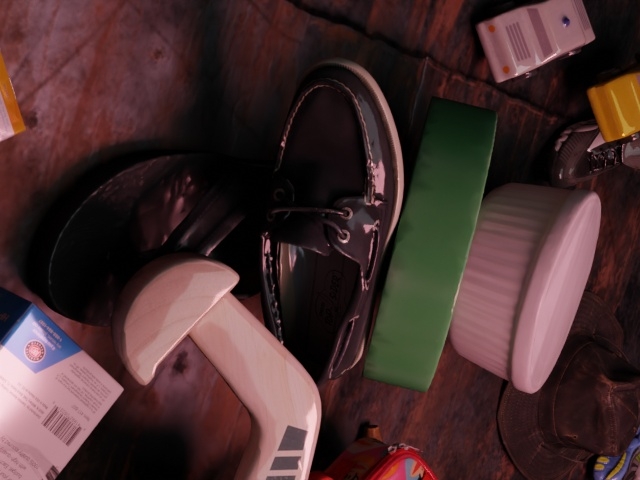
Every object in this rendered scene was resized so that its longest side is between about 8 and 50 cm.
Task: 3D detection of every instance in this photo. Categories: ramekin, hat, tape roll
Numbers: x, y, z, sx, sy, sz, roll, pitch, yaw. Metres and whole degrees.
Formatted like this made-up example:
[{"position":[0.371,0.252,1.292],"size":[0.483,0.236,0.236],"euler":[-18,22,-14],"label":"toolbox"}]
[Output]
[{"position":[0.255,0.049,1.499],"size":[0.273,0.127,0.273],"euler":[-51,151,-43],"label":"ramekin"},{"position":[0.417,0.245,1.779],"size":[0.331,0.134,0.331],"euler":[-18,117,-40],"label":"hat"},{"position":[0.120,0.004,1.297],"size":[0.321,0.077,0.321],"euler":[14,90,-86],"label":"tape roll"}]

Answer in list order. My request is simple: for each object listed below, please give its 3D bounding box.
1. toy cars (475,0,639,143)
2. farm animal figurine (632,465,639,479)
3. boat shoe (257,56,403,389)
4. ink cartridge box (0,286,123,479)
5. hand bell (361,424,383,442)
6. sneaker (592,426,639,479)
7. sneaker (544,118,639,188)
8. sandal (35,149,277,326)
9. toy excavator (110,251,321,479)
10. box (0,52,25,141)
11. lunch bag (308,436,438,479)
[{"position":[0.372,-0.237,1.533],"size":[0.393,0.087,0.177],"euler":[21,72,-32],"label":"toy cars"},{"position":[0.524,0.588,1.986],"size":[0.330,0.172,0.327],"euler":[-38,111,-47],"label":"farm animal figurine"},{"position":[-0.004,-0.001,1.128],"size":[0.113,0.127,0.340],"euler":[-45,149,-57],"label":"boat shoe"},{"position":[-0.300,0.164,1.053],"size":[0.203,0.086,0.148],"euler":[-53,135,-19],"label":"ink cartridge box"},{"position":[0.068,0.358,1.506],"size":[0.126,0.126,0.242],"euler":[-8,97,-44],"label":"hand bell"},{"position":[0.515,0.358,1.980],"size":[0.188,0.067,0.078],"euler":[-40,150,-31],"label":"sneaker"},{"position":[0.414,-0.133,1.660],"size":[0.234,0.106,0.078],"euler":[-29,123,-35],"label":"sneaker"},{"position":[-0.079,-0.012,1.199],"size":[0.445,0.107,0.168],"euler":[-12,113,-42],"label":"sandal"},{"position":[-0.037,0.274,1.110],"size":[0.432,0.222,0.445],"euler":[19,87,-17],"label":"toy excavator"},{"position":[-0.321,-0.104,0.981],"size":[0.136,0.028,0.081],"euler":[-30,124,-32],"label":"box"},{"position":[0.028,0.374,1.348],"size":[0.293,0.120,0.258],"euler":[-44,117,-25],"label":"lunch bag"}]
